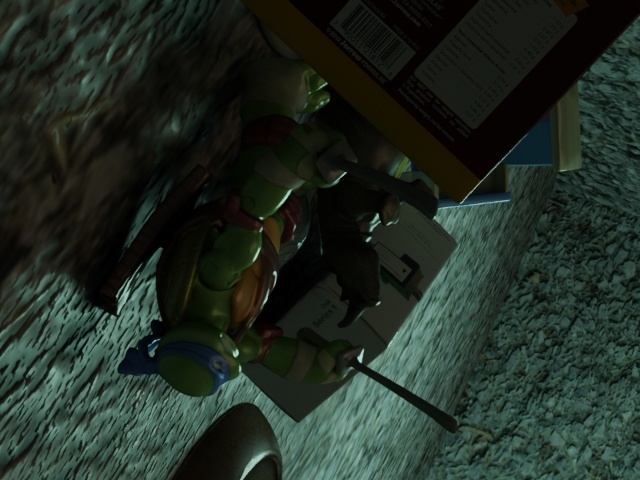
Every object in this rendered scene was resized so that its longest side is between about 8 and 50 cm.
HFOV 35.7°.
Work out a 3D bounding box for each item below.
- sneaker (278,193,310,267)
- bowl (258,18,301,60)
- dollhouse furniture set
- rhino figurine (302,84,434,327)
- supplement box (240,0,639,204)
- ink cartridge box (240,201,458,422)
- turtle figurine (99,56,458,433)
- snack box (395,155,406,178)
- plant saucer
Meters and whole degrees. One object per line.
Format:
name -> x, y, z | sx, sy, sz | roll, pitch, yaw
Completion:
sneaker -> -0.054, 0.005, 0.860 | 0.152, 0.053, 0.061 | -63, 159, -20
bowl -> 0.070, -0.270, 0.797 | 0.298, 0.134, 0.298 | -57, 159, -35
dollhouse furniture set -> 0.161, -0.195, 1.293 | 0.303, 0.198, 0.287 | -10, 99, -36
rhino figurine -> 0.038, -0.043, 0.856 | 0.073, 0.106, 0.243 | 1, 101, -43
supplement box -> 0.083, -0.162, 0.622 | 0.194, 0.191, 0.129 | -47, -179, 9
ink cartridge box -> 0.031, 0.066, 1.028 | 0.160, 0.092, 0.219 | -46, 180, 37
turtle figurine -> 0.000, 0.000, 0.709 | 0.198, 0.274, 0.266 | 50, 31, -36
snack box -> 0.082, -0.154, 1.012 | 0.207, 0.070, 0.175 | 103, 10, -74
plant saucer -> -0.114, 0.325, 1.048 | 0.310, 0.050, 0.311 | 20, 90, -74
